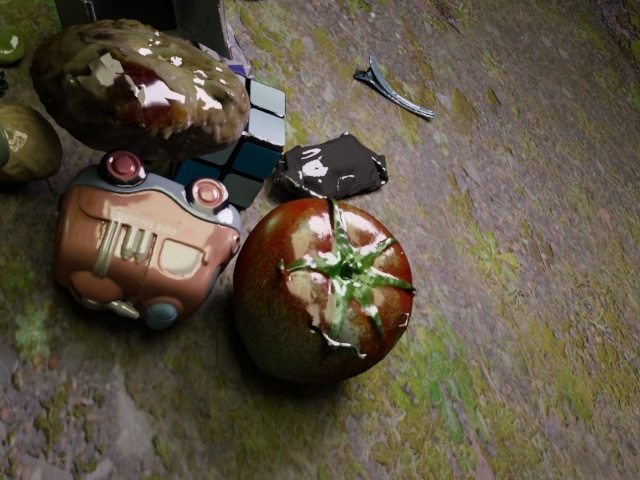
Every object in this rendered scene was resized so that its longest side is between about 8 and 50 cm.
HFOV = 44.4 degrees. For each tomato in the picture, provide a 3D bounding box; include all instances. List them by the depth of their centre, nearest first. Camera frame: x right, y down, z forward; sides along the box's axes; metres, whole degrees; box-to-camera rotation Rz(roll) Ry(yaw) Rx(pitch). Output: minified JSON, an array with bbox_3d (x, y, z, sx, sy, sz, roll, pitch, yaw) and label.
[{"bbox_3d":[-0.004,0.091,1.281,0.303,0.239,0.304,12,61,-23],"label":"tomato"}]

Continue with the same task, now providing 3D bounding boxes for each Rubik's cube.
[{"bbox_3d":[-0.173,-0.193,1.466,0.167,0.183,0.180,17,47,-19],"label":"Rubik's cube"}]

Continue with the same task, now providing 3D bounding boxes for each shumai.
[{"bbox_3d":[-0.268,-0.245,1.174,0.346,0.283,0.217,17,83,-9],"label":"shumai"}]

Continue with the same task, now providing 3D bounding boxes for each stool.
[{"bbox_3d":[-0.330,-0.406,1.438,0.243,0.170,0.269,-21,34,-21],"label":"stool"}]

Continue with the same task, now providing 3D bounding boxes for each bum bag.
[{"bbox_3d":[0.018,-0.150,1.642,0.326,0.079,0.142,-17,71,-47],"label":"bum bag"}]

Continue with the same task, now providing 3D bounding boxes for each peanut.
[{"bbox_3d":[-0.498,-0.157,1.262,0.159,0.109,0.140,3,37,-35],"label":"peanut"}]

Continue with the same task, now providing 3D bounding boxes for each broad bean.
[{"bbox_3d":[-0.576,-0.357,1.444,0.063,0.045,0.083,19,52,-16],"label":"broad bean"}]

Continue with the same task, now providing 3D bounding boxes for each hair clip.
[{"bbox_3d":[0.194,-0.374,1.990,0.229,0.070,0.039,35,37,-14],"label":"hair clip"}]

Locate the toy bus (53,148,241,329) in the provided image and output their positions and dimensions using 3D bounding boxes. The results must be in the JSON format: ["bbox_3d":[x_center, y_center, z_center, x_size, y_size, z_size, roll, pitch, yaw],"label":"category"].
[{"bbox_3d":[-0.273,0.013,1.209,0.287,0.194,0.232,20,54,-15],"label":"toy bus"}]

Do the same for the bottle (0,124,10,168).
[{"bbox_3d":[-0.604,-0.067,1.026,0.229,0.229,0.352,37,61,0],"label":"bottle"}]

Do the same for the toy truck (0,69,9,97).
[{"bbox_3d":[-0.630,-0.293,1.238,0.259,0.135,0.128,26,37,16],"label":"toy truck"}]

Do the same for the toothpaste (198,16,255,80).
[{"bbox_3d":[-0.241,-0.472,1.775,0.099,0.068,0.282,-21,73,-11],"label":"toothpaste"}]
